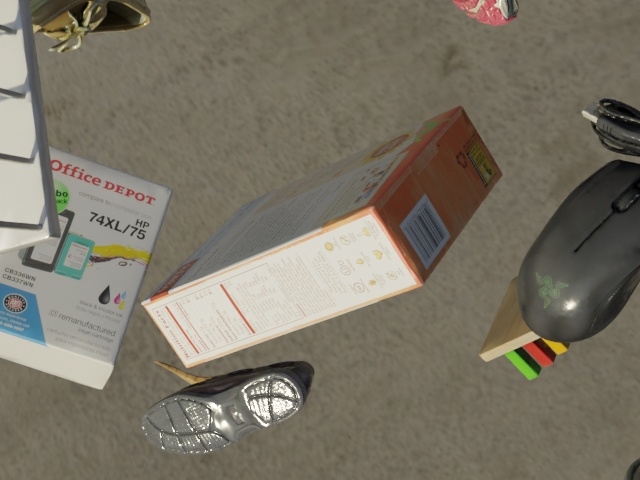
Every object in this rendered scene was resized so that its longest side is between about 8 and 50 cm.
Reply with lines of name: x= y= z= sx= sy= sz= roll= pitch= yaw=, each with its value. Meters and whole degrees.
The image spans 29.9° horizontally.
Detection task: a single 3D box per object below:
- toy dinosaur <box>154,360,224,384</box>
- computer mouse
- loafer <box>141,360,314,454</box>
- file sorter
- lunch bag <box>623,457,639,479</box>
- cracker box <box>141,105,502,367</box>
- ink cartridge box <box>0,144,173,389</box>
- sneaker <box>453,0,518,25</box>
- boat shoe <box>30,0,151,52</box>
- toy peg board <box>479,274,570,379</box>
toy dinosaur: x=-0.164 y=0.248 z=2.010 sx=0.211 sy=0.064 sz=0.112 roll=5 pitch=117 yaw=19
computer mouse: x=0.301 y=-0.016 z=1.287 sx=0.272 sy=0.188 sz=0.072 roll=-56 pitch=149 yaw=3
loafer: x=-0.140 y=0.258 z=1.879 sx=0.302 sy=0.095 sz=0.109 roll=-19 pitch=100 yaw=27
file sorter: x=-0.386 y=-0.123 z=1.114 sx=0.192 sy=0.173 sz=0.278 roll=-13 pitch=81 yaw=25
lunch bag: x=0.331 y=0.321 z=0.882 sx=0.212 sy=0.256 sz=0.305 roll=-16 pitch=113 yaw=-12
cracker box: x=0.000 y=0.000 z=0.868 sx=0.232 sy=0.156 sz=0.067 roll=-21 pitch=108 yaw=39
ink cartridge box: x=-0.352 y=0.041 z=1.700 sx=0.198 sy=0.197 sz=0.270 roll=19 pitch=70 yaw=-9
sneaker: x=0.184 y=-0.404 z=1.431 sx=0.112 sy=0.121 sz=0.299 roll=-21 pitch=100 yaw=-17
boat shoe: x=-0.279 y=-0.288 z=1.463 sx=0.104 sy=0.285 sz=0.089 roll=-24 pitch=100 yaw=23
toy peg board: x=0.316 y=0.100 z=1.607 sx=0.079 sy=0.161 sz=0.160 roll=44 pitch=136 yaw=-13
